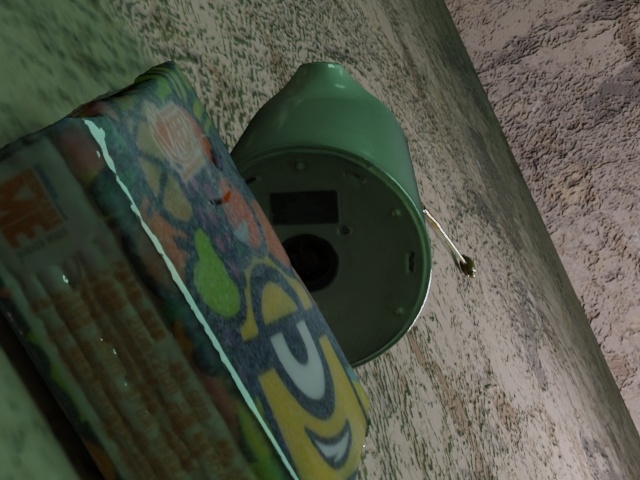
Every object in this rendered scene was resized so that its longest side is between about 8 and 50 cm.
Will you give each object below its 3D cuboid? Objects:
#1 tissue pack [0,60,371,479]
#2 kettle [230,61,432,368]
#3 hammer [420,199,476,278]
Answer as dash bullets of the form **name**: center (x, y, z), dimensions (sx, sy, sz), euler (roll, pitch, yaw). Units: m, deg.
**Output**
- **tissue pack**: center (-0.045, 0.024, 0.372), dimensions (0.148, 0.060, 0.108), euler (61, 14, -11)
- **kettle**: center (0.004, -0.004, 0.528), dimensions (0.127, 0.098, 0.148), euler (55, 13, -14)
- **hammer**: center (0.117, -0.003, 1.092), dimensions (0.123, 0.014, 0.029), euler (48, 13, -46)
